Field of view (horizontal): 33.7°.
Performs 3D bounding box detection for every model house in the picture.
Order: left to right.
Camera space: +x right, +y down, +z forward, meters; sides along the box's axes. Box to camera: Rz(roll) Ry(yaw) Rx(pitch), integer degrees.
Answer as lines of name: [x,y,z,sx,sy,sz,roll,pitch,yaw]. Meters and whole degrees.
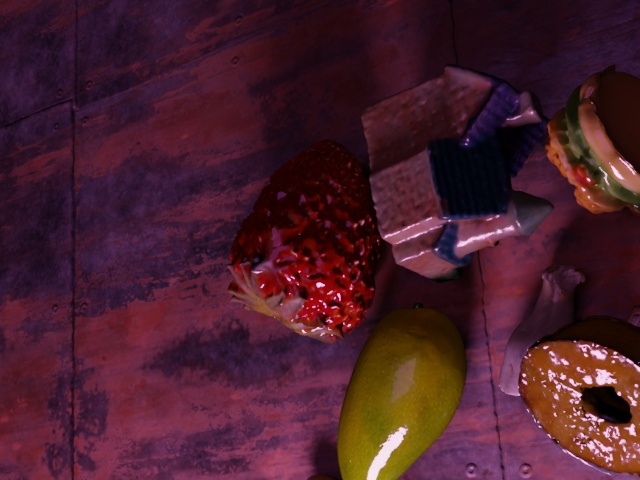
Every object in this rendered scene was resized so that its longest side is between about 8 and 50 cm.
model house: [0.249,-0.118,1.731,0.280,0.245,0.312,-22,62,27]

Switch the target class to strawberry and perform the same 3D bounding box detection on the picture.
strawberry: [0.002,0.001,1.891,0.292,0.292,0.343,23,73,37]

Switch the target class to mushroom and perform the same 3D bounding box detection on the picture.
mushroom: [0.355,0.143,1.681,0.116,0.093,0.225,27,99,59]

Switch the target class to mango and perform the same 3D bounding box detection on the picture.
mango: [0.129,0.276,1.766,0.192,0.156,0.343,26,97,45]

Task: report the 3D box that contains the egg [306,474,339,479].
egg: [0.009,0.448,1.854,0.083,0.071,0.071,7,81,34]

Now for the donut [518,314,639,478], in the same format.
donut: [0.432,0.222,1.537,0.272,0.107,0.272,27,138,27]

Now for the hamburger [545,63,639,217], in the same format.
hamburger: [0.448,-0.137,1.621,0.149,0.237,0.237,-40,56,46]

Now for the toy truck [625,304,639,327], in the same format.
toy truck: [0.537,0.158,1.549,0.192,0.092,0.083,25,93,37]
